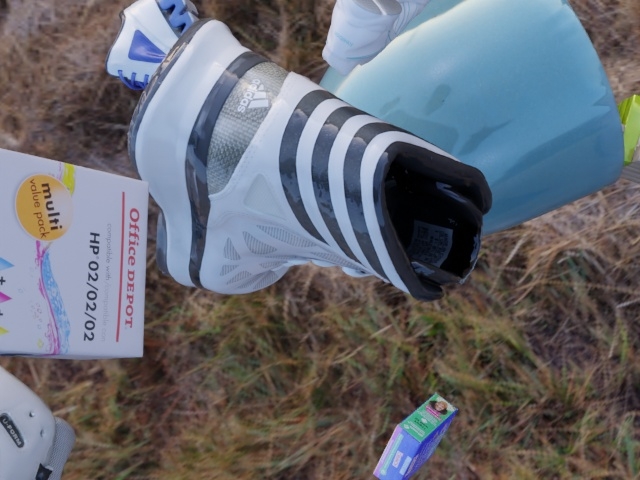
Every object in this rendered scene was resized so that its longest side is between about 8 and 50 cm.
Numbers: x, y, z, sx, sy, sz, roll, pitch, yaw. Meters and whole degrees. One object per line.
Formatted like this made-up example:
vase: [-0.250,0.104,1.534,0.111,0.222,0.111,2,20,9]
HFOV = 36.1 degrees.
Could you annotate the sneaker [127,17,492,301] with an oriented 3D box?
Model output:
sneaker: [-0.001,0.001,0.857,0.257,0.447,0.169,28,77,9]

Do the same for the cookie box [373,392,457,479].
cookie box: [0.124,0.262,1.284,0.040,0.107,0.092,34,121,20]

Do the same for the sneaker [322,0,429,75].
sneaker: [0.036,-0.163,0.705,0.054,0.152,0.061,35,121,5]

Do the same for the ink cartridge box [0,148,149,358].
ink cartridge box: [-0.154,0.011,0.539,0.061,0.181,0.104,-6,79,39]

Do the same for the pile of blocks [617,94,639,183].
pile of blocks: [0.312,-0.161,1.255,0.362,0.149,0.112,15,83,22]

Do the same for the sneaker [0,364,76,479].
sneaker: [-0.205,0.168,0.585,0.122,0.146,0.330,-39,64,52]

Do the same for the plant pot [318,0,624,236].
plant pot: [0.136,-0.129,1.043,0.235,0.293,0.293,-29,84,-3]

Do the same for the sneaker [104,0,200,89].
sneaker: [-0.266,-0.289,1.717,0.182,0.127,0.315,-25,86,8]
